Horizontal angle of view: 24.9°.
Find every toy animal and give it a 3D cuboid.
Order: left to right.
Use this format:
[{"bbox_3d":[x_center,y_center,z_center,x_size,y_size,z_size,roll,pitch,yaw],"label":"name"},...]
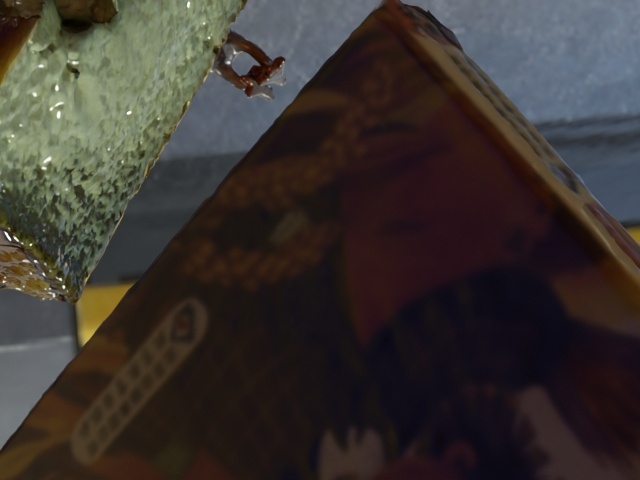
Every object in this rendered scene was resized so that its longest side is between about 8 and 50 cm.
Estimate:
[{"bbox_3d":[-0.144,-0.217,1.546,0.284,0.302,0.225,3,118,-59],"label":"toy animal"}]

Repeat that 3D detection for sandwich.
[{"bbox_3d":[-0.144,-0.117,0.824,0.095,0.273,0.249,24,166,13],"label":"sandwich"}]

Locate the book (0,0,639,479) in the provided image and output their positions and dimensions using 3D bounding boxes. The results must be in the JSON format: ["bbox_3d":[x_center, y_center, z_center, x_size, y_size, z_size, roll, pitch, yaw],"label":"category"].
[{"bbox_3d":[0.042,0.170,0.407,0.300,0.428,0.039,-48,145,18],"label":"book"}]
